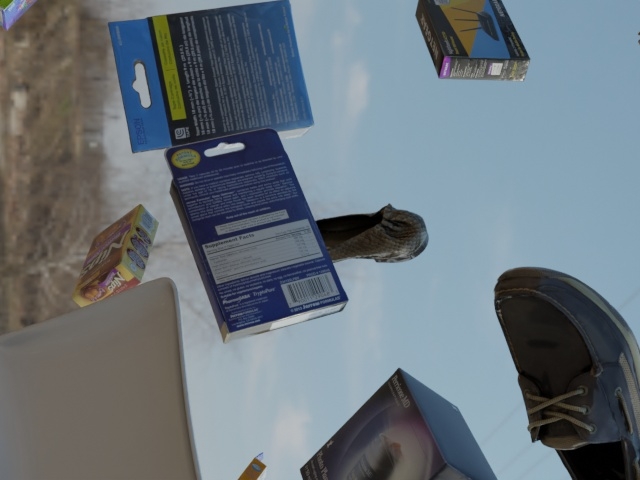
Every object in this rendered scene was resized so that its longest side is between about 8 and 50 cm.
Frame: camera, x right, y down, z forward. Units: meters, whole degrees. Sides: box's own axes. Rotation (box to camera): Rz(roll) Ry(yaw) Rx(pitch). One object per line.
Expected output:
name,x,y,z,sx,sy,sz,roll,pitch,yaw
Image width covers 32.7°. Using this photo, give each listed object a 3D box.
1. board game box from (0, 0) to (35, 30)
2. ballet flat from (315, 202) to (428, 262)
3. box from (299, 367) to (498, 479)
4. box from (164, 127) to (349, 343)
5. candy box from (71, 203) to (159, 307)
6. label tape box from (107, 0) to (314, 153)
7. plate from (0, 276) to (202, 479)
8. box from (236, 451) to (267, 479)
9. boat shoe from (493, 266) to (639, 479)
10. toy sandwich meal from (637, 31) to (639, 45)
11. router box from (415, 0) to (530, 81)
board game box,-0.502,-0.502,1.546,0.233,0.347,0.078,-51,-176,-17
ballet flat,0.000,0.000,1.233,0.058,0.249,0.084,58,35,-41
box,0.141,0.445,1.986,0.294,0.182,0.296,-47,-152,11
box,-0.074,-0.011,1.167,0.036,0.136,0.225,115,-43,-60
candy box,-0.326,0.029,1.748,0.109,0.053,0.187,-34,-154,19
label tape box,-0.201,-0.288,1.967,0.106,0.333,0.241,161,-82,-74
plate,-0.225,0.204,1.099,0.277,0.045,0.278,-20,-109,29
box,-0.124,0.389,1.678,0.136,0.028,0.081,-49,168,-19
boat shoe,0.303,0.183,1.248,0.132,0.355,0.130,-16,-150,43
toy sandwich meal,0.626,-0.373,2.031,0.029,0.085,0.085,-47,-167,-6
router box,0.226,-0.307,1.643,0.179,0.133,0.046,-102,-164,-47
